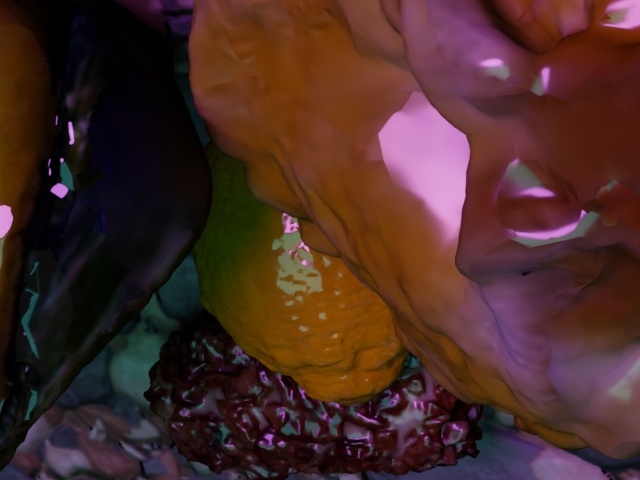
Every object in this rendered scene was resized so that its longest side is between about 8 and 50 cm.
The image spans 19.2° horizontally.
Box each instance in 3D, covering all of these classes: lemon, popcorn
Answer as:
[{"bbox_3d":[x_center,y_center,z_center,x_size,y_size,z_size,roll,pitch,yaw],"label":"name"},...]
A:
[{"bbox_3d":[0.000,0.000,1.027,0.142,0.142,0.187,-7,96,20],"label":"lemon"},{"bbox_3d":[0.148,-0.091,0.823,0.354,0.390,0.344,-51,128,-5],"label":"popcorn"}]

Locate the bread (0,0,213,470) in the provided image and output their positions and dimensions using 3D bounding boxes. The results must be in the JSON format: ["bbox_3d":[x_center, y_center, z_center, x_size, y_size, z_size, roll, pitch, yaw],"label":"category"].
[{"bbox_3d":[-0.194,-0.032,0.928,0.208,0.376,0.251,36,96,-21],"label":"bread"}]

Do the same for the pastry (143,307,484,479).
[{"bbox_3d":[-0.007,0.092,1.133,0.208,0.097,0.115,-1,114,18],"label":"pastry"}]
